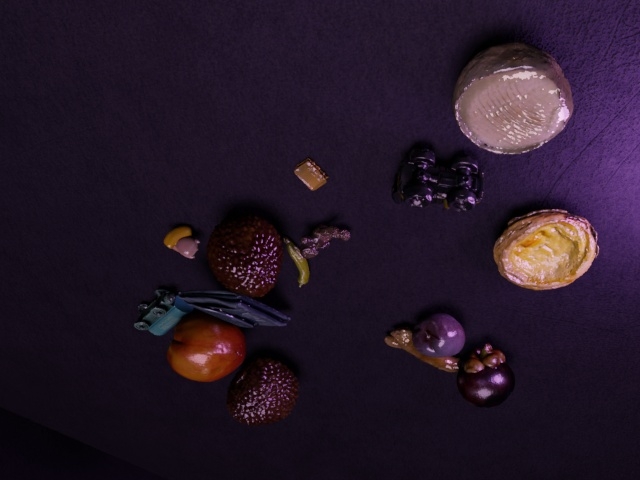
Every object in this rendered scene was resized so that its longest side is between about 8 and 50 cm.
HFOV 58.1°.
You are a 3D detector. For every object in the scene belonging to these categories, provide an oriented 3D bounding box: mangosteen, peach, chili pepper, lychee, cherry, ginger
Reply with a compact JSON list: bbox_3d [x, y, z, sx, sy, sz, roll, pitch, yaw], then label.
[{"bbox_3d":[0.556,0.452,1.957,0.194,0.194,0.230,-9,104,20],"label":"mangosteen"},{"bbox_3d":[-0.394,0.377,2.030,0.281,0.238,0.281,14,174,1],"label":"peach"},{"bbox_3d":[-0.068,0.065,1.826,0.049,0.043,0.208,13,134,36],"label":"chili pepper"},{"bbox_3d":[-0.216,0.048,1.702,0.236,0.271,0.236,-14,141,-11],"label":"lychee"},{"bbox_3d":[0.393,0.312,1.884,0.176,0.140,0.176,-6,151,-3],"label":"cherry"},{"bbox_3d":[0.367,0.386,2.004,0.299,0.065,0.118,29,145,-13],"label":"ginger"},{"bbox_3d":[-0.212,0.581,2.183,0.267,0.267,0.267,6,133,7],"label":"lychee"}]

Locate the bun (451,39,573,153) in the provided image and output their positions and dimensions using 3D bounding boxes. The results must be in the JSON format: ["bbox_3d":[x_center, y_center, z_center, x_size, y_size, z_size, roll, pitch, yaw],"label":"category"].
[{"bbox_3d":[0.420,-0.325,1.284,0.259,0.152,0.259,12,145,9],"label":"bun"}]

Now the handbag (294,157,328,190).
[{"bbox_3d":[-0.026,-0.183,1.595,0.061,0.027,0.083,-28,120,33],"label":"handbag"}]

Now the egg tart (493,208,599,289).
[{"bbox_3d":[0.619,0.018,1.599,0.279,0.095,0.279,5,127,6],"label":"egg tart"}]

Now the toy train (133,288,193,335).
[{"bbox_3d":[-0.566,0.266,2.083,0.159,0.101,0.248,26,135,-30],"label":"toy train"}]

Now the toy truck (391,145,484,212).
[{"bbox_3d":[0.303,-0.136,1.505,0.224,0.147,0.165,8,157,1],"label":"toy truck"}]

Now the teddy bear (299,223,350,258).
[{"bbox_3d":[-0.001,-0.009,1.720,0.160,0.078,0.119,-33,153,27],"label":"teddy bear"}]

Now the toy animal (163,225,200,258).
[{"bbox_3d":[-0.430,0.004,1.828,0.114,0.091,0.082,27,161,4],"label":"toy animal"}]

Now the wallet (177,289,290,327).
[{"bbox_3d":[-0.277,0.232,1.888,0.237,0.075,0.342,2,162,25],"label":"wallet"}]
